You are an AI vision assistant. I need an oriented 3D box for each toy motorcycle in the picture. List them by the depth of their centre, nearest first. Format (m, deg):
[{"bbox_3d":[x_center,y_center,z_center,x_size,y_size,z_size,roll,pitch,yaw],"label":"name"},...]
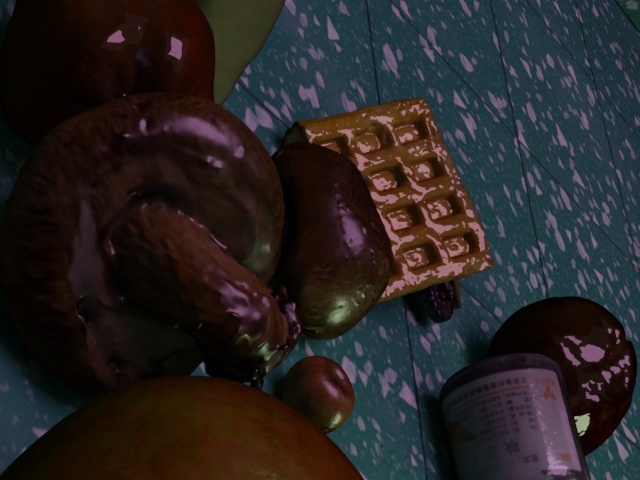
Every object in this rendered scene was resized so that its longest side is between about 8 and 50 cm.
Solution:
[{"bbox_3d":[0.143,-0.007,2.209,0.130,0.094,0.229,-20,92,-69],"label":"toy motorcycle"}]

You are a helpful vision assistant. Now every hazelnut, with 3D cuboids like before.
[{"bbox_3d":[0.320,0.189,2.286,0.218,0.218,0.234,49,47,-32],"label":"hazelnut"}]

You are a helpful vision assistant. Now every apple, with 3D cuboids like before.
[{"bbox_3d":[-0.099,0.267,1.172,0.339,0.340,0.339,46,30,-37],"label":"apple"},{"bbox_3d":[-0.004,0.167,1.769,0.084,0.071,0.084,46,24,-26],"label":"apple"}]

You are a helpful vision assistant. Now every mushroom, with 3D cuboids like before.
[{"bbox_3d":[-0.142,0.016,1.426,0.283,0.263,0.195,50,-9,-9],"label":"mushroom"},{"bbox_3d":[0.013,-0.004,1.872,0.194,0.138,0.231,19,58,-57],"label":"mushroom"}]

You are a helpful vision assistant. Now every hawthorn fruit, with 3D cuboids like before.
[{"bbox_3d":[-0.201,-0.177,1.560,0.208,0.208,0.248,46,17,-36],"label":"hawthorn fruit"}]

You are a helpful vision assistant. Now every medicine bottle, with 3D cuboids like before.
[{"bbox_3d":[0.250,0.291,2.054,0.165,0.165,0.273,32,40,-51],"label":"medicine bottle"}]

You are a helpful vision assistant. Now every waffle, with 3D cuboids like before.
[{"bbox_3d":[0.086,-0.050,2.067,0.221,0.055,0.247,-14,77,-38],"label":"waffle"}]

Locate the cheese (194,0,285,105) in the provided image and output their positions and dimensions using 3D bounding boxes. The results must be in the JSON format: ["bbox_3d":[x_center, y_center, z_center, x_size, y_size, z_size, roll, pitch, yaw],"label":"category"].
[{"bbox_3d":[-0.124,-0.341,1.698,0.130,0.328,0.351,1,64,-30],"label":"cheese"}]
